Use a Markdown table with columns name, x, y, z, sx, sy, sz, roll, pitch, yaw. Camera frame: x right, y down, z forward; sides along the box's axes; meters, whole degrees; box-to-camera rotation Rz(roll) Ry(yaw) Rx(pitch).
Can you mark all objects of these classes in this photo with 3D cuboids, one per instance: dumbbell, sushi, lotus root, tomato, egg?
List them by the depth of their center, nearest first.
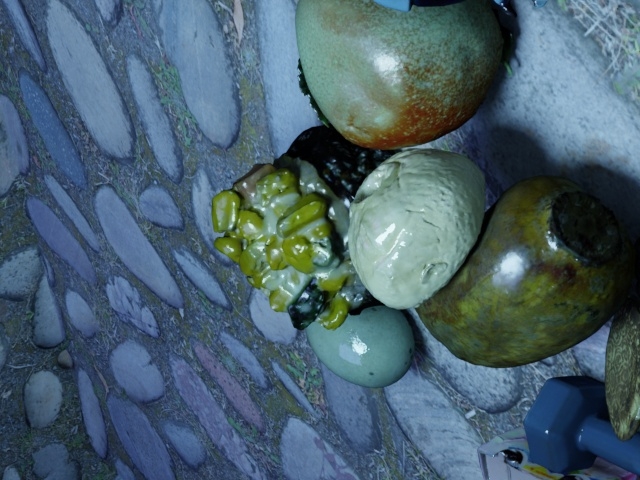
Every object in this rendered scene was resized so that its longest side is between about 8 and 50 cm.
| name | x | y | z | sx | sy | sz | roll | pitch | yaw |
| --- | --- | --- | --- | --- | --- | --- | --- | --- | --- |
| lotus root | 0.289 | 0.045 | 1.703 | 0.250 | 0.250 | 0.346 | 55 | 155 | 7 |
| tomato | 0.099 | -0.269 | 1.720 | 0.303 | 0.239 | 0.303 | 39 | 143 | 37 |
| dumbbell | 0.456 | 0.308 | 1.799 | 0.325 | 0.160 | 0.144 | 21 | 163 | 50 |
| sushi | 0.000 | 0.000 | 2.075 | 0.329 | 0.285 | 0.327 | 41 | 146 | 27 |
| egg | 0.069 | 0.169 | 2.238 | 0.236 | 0.169 | 0.169 | 42 | 147 | 39 |

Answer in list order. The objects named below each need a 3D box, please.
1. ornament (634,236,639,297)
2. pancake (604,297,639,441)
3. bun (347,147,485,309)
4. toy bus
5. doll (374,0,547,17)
| name | x | y | z | sx | sy | sz | roll | pitch | yaw |
| --- | --- | --- | --- | --- | --- | --- | --- | --- | --- |
| ornament | 0.472 | 0.027 | 1.571 | 0.251 | 0.106 | 0.260 | 124 | 124 | -70 |
| pancake | 0.424 | 0.178 | 1.705 | 0.199 | 0.021 | 0.199 | -177 | 90 | -87 |
| bun | 0.116 | -0.024 | 1.698 | 0.153 | 0.243 | 0.244 | 25 | 152 | -11 |
| toy bus | 0.388 | 0.390 | 2.008 | 0.274 | 0.112 | 0.090 | 19 | 132 | 49 |
| doll | 0.159 | -0.366 | 1.519 | 0.141 | 0.314 | 0.177 | -66 | -16 | -79 |
